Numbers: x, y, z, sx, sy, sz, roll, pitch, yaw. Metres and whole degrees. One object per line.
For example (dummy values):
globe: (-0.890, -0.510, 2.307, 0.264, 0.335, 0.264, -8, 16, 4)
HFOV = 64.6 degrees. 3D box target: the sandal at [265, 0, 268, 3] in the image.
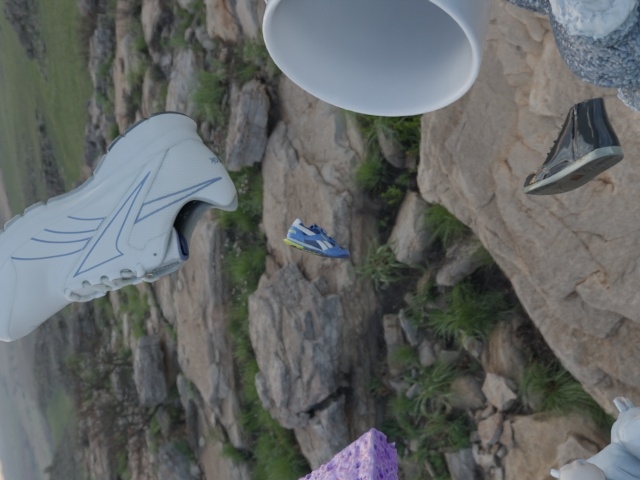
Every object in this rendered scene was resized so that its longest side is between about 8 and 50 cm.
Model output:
sandal: (0.096, -0.379, 0.907, 0.169, 0.417, 0.102, -44, 42, 42)

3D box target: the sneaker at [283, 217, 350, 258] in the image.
sneaker: (0.000, 0.000, 1.025, 0.053, 0.144, 0.059, -8, 64, 65)

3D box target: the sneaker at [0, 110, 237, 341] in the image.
sneaker: (-0.215, 0.002, 0.516, 0.129, 0.297, 0.111, 46, 177, 8)

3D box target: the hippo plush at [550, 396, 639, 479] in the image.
hippo plush: (0.605, 0.441, 0.940, 0.236, 0.294, 0.234, -49, 59, -1)

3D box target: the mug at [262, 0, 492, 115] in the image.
mug: (0.073, -0.396, 0.635, 0.277, 0.374, 0.327, 4, 73, 32)

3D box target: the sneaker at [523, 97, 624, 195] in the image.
sneaker: (0.464, -0.166, 0.951, 0.222, 0.083, 0.118, 138, 133, -66)

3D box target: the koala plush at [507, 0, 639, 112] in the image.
koala plush: (0.244, -0.218, 0.423, 0.203, 0.196, 0.221, -21, 61, 41)

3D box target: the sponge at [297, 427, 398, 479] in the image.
sponge: (0.004, 0.242, 0.339, 0.117, 0.031, 0.210, -43, 18, 26)
